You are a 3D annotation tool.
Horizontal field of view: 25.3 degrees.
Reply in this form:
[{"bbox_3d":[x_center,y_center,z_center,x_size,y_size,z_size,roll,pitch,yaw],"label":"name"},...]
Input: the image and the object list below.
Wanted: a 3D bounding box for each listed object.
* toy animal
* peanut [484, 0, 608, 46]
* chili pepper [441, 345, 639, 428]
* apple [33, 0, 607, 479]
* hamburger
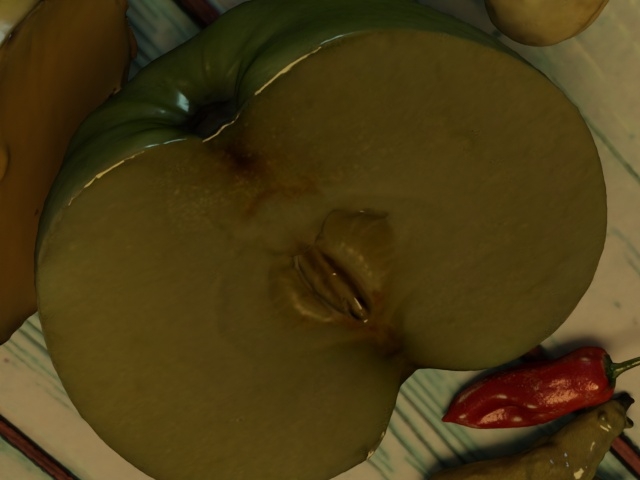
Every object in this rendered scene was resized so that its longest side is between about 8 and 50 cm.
[{"bbox_3d":[0.176,0.211,1.209,0.219,0.103,0.101,-22,95,19],"label":"toy animal"},{"bbox_3d":[0.163,-0.258,0.906,0.125,0.111,0.274,32,118,24],"label":"peanut"},{"bbox_3d":[0.184,0.122,1.166,0.191,0.050,0.059,-21,135,22],"label":"chili pepper"},{"bbox_3d":[0.000,0.000,0.944,0.312,0.320,0.360,3,146,34],"label":"apple"},{"bbox_3d":[-0.272,-0.084,0.942,0.237,0.276,0.276,18,122,13],"label":"hamburger"}]
